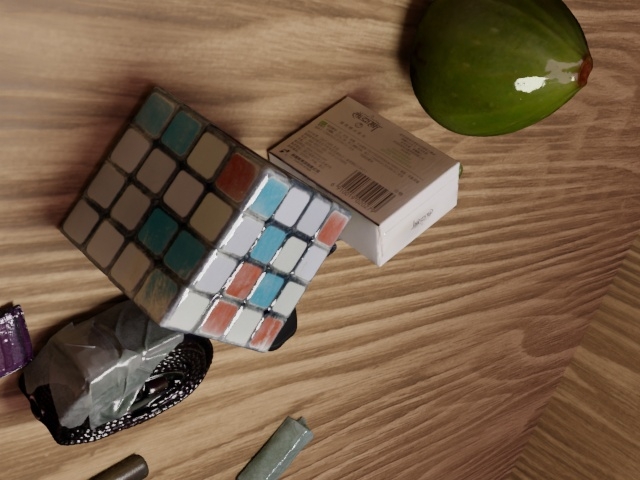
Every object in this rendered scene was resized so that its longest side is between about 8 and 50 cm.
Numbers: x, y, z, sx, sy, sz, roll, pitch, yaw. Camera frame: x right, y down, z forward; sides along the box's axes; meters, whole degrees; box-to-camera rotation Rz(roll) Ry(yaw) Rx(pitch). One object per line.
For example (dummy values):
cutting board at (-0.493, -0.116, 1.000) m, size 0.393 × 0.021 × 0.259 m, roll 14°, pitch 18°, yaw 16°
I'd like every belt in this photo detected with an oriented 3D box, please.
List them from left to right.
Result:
belt at (-0.303, 0.206, 1.437) m, size 0.289 × 0.164 × 0.184 m, roll -22°, pitch 141°, yaw -37°

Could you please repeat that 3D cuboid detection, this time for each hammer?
hammer at (-0.482, 0.484, 1.576) m, size 0.440 × 0.044 × 0.168 m, roll -24°, pitch 138°, yaw -40°

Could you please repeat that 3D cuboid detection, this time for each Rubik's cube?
Rubik's cube at (-0.159, -0.021, 1.324) m, size 0.259 × 0.256 × 0.253 m, roll -56°, pitch 148°, yaw 2°

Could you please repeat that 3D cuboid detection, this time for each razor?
razor at (-0.086, 0.143, 1.763) m, size 0.090 × 0.054 × 0.148 m, roll -42°, pitch 147°, yaw -26°

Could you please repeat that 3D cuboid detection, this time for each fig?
fig at (0.319, -0.317, 1.620) m, size 0.316 × 0.316 × 0.316 m, roll -33°, pitch 142°, yaw -30°

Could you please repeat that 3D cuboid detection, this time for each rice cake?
rice cake at (-0.096, 0.476, 2.048) m, size 0.206 × 0.069 × 0.063 m, roll -47°, pitch 147°, yaw -10°

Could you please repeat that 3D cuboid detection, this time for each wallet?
wallet at (-0.481, 0.165, 1.289) m, size 0.166 × 0.030 × 0.111 m, roll -30°, pitch 141°, yaw -33°

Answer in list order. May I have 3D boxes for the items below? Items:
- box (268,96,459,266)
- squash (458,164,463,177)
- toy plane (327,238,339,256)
box at (0.072, -0.104, 1.546) m, size 0.194 × 0.260 × 0.111 m, roll -37°, pitch 143°, yaw -25°
squash at (0.285, -0.129, 2.021) m, size 0.027 × 0.027 × 0.083 m, roll -5°, pitch 122°, yaw -51°
toy plane at (0.000, 0.000, 1.721) m, size 0.286 × 0.092 × 0.108 m, roll -17°, pitch 154°, yaw -43°
